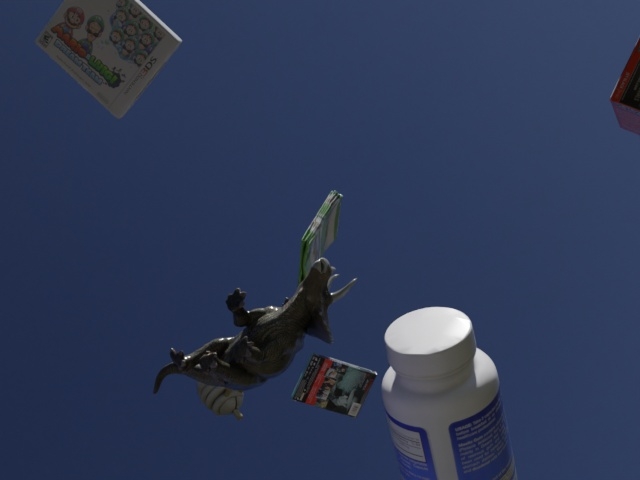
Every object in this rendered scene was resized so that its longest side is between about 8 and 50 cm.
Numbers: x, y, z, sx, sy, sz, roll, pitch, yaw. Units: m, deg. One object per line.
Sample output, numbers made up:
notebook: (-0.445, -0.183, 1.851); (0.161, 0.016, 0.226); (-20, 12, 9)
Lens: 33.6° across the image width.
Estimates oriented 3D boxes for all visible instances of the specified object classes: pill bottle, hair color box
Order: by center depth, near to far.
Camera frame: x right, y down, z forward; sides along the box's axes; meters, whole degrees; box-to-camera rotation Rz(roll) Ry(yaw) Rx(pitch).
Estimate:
hair color box: (0.300, -0.138, 0.958); (0.072, 0.043, 0.141); (-65, -19, 3)
pill bottle: (0.164, 0.229, 1.380); (0.152, 0.152, 0.272); (-23, -63, -18)

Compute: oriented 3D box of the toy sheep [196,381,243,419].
toy sheep: (-0.179, 0.272, 1.924); (0.091, 0.132, 0.091); (-24, -35, -18)

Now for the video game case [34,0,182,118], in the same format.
video game case: (-0.286, -0.267, 1.421); (0.157, 0.019, 0.143); (43, -68, -1)

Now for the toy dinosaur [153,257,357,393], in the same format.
toy dinosaur: (-0.094, 0.153, 1.422); (0.313, 0.121, 0.160); (-43, -39, 20)

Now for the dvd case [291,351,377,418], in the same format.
dvd case: (0.022, 0.237, 1.731); (0.120, 0.013, 0.087); (19, -76, -18)

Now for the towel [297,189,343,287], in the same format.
towel: (0.000, 0.000, 1.792); (0.152, 0.023, 0.113); (-60, -20, -47)
